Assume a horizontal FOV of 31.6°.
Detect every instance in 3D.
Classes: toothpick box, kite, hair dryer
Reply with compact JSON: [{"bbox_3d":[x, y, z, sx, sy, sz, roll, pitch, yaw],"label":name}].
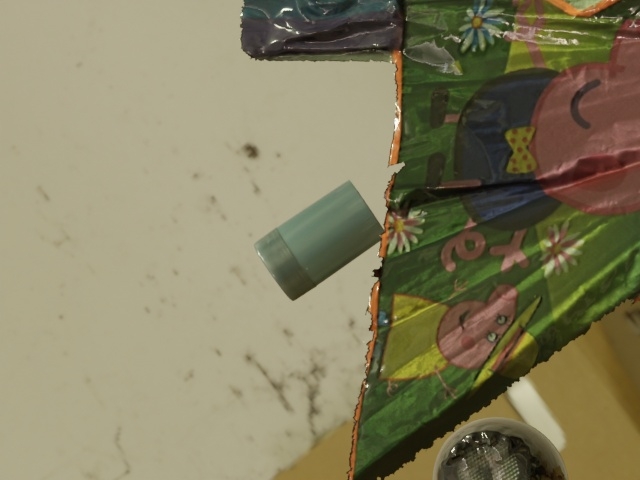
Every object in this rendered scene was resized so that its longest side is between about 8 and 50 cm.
[{"bbox_3d":[0.000,0.000,0.811,0.083,0.052,0.052,-34,-9,2],"label":"toothpick box"},{"bbox_3d":[0.086,-0.080,0.344,0.234,0.321,0.016,2,-12,17],"label":"kite"},{"bbox_3d":[0.088,0.309,1.100,0.340,0.123,0.312,-32,-26,-3],"label":"hair dryer"}]
